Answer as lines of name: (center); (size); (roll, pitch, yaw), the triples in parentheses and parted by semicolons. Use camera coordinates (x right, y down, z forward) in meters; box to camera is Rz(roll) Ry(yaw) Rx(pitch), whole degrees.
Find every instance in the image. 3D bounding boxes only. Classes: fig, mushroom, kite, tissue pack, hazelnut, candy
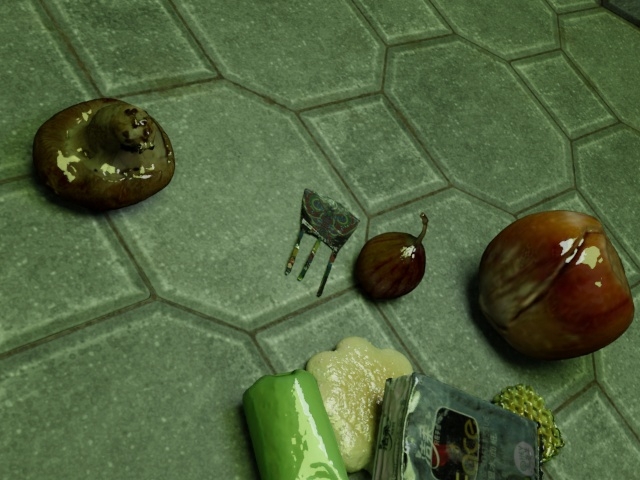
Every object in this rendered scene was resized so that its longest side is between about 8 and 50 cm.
fig: (0.178, 0.046, 1.907); (0.148, 0.202, 0.149); (68, 14, 8)
mushroom: (-0.409, -0.192, 1.690); (0.267, 0.254, 0.267); (38, 19, -16)
kite: (0.000, 0.000, 1.925); (0.152, 0.015, 0.285); (30, 46, -10)
tissue pack: (0.271, 0.430, 1.663); (0.361, 0.122, 0.259); (27, 56, -27)
hazelnut: (0.548, 0.110, 2.005); (0.372, 0.315, 0.372); (1, 68, -2)
candy: (-0.033, 0.398, 1.527); (0.142, 0.132, 0.343); (9, 52, -47)

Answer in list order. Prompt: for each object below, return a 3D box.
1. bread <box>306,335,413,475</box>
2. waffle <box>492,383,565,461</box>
bread: (0.104, 0.330, 1.721); (0.316, 0.054, 0.316); (16, 53, -22)
waffle: (0.463, 0.406, 1.908); (0.169, 0.036, 0.183); (-7, 64, -39)
